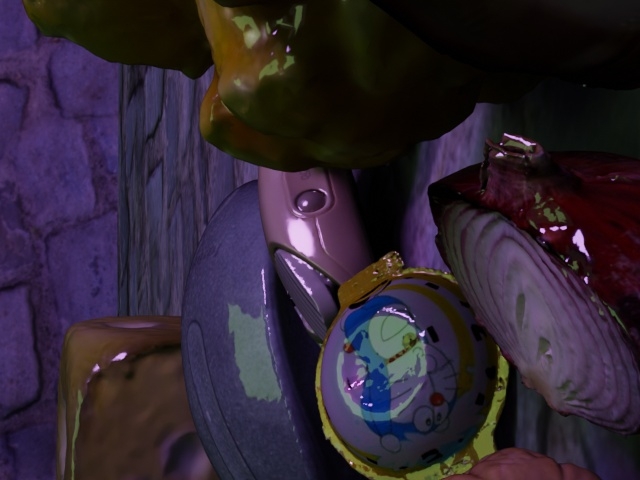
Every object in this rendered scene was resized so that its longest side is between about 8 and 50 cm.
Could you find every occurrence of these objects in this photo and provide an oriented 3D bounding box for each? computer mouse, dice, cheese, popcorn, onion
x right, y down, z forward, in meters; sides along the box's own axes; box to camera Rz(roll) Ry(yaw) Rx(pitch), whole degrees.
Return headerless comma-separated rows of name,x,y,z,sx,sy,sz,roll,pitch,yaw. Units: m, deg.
computer mouse,0.000,0.000,0.968,0.145,0.082,0.237,68,-173,-52
dice,-0.161,0.207,1.274,0.227,0.233,0.238,-173,85,-73
computer mouse,-0.057,0.127,1.078,0.203,0.114,0.374,-37,60,53
cheese,0.072,0.121,0.788,0.156,0.064,0.250,-35,61,24
popcorn,-0.003,-0.202,0.668,0.290,0.321,0.326,5,112,70
onion,0.133,0.002,0.573,0.206,0.098,0.151,44,156,58

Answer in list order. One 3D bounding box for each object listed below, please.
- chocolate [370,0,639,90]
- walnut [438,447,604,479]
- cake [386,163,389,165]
chocolate,0.124,-0.201,0.425,0.186,0.283,0.284,-24,65,53
walnut,0.093,0.199,0.619,0.155,0.155,0.184,-106,22,-43
cake,0.004,-0.161,0.982,0.225,0.109,0.090,-112,29,-50
